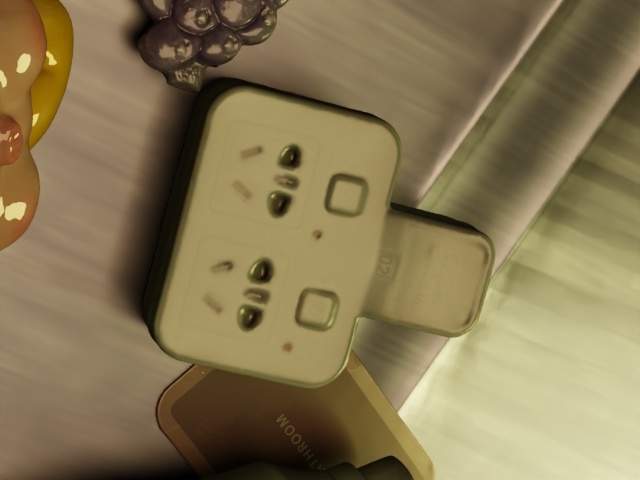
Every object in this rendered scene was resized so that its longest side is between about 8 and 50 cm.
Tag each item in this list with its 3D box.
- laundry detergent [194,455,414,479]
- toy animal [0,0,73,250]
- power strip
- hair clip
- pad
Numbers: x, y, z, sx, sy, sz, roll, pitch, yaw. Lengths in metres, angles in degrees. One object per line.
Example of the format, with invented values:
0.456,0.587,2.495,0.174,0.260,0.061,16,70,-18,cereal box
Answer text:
-0.095,0.303,1.611,0.398,0.125,0.264,-22,113,-20,laundry detergent
-0.281,-0.129,1.323,0.277,0.247,0.345,-11,109,-24,toy animal
0.000,0.000,1.583,0.261,0.141,0.229,13,97,-14,power strip
-0.082,-0.214,1.515,0.124,0.052,0.195,13,92,-23,hair clip
-0.016,0.182,1.680,0.176,0.002,0.266,-40,118,-10,pad
